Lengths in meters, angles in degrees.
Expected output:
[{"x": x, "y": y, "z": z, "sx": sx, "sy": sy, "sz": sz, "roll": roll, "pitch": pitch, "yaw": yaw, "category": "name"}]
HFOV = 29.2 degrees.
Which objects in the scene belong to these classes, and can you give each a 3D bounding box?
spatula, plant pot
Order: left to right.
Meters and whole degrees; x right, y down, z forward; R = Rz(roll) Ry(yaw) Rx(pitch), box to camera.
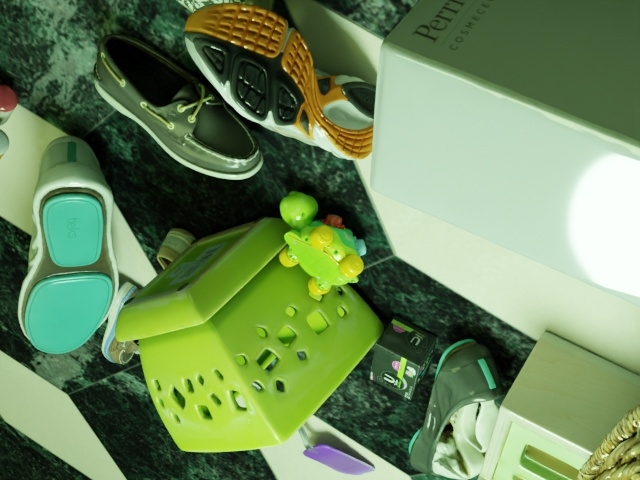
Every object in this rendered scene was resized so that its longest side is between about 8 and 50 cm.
[{"x": -0.100, "y": 0.108, "z": 1.510, "sx": 0.227, "sy": 0.228, "sz": 0.207, "roll": -16, "pitch": 112, "yaw": 50, "category": "plant pot"}, {"x": -0.049, "y": 0.258, "z": 1.803, "sx": 0.296, "sy": 0.030, "sz": 0.084, "roll": 42, "pitch": 148, "yaw": -8, "category": "spatula"}]

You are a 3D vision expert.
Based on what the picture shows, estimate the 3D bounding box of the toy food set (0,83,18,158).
[{"x": -0.467, "y": -0.212, "z": 1.553, "sx": 0.232, "sy": 0.111, "sz": 0.104, "roll": 45, "pitch": 146, "yaw": -7, "category": "toy food set"}]

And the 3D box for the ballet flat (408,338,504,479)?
[{"x": 0.168, "y": 0.236, "z": 1.509, "sx": 0.096, "sy": 0.095, "sz": 0.280, "roll": 55, "pitch": 157, "yaw": 32, "category": "ballet flat"}]

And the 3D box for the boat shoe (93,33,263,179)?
[{"x": -0.161, "y": -0.151, "z": 1.378, "sx": 0.228, "sy": 0.081, "sz": 0.068, "roll": 33, "pitch": 150, "yaw": 11, "category": "boat shoe"}]

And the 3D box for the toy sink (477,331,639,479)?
[{"x": 0.277, "y": 0.244, "z": 1.404, "sx": 0.153, "sy": 0.131, "sz": 0.234, "roll": 27, "pitch": 145, "yaw": 16, "category": "toy sink"}]

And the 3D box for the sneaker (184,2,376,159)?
[{"x": -0.054, "y": -0.151, "z": 1.201, "sx": 0.121, "sy": 0.099, "sz": 0.262, "roll": 15, "pitch": 170, "yaw": 42, "category": "sneaker"}]

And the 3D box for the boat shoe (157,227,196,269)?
[{"x": -0.176, "y": 0.062, "z": 1.660, "sx": 0.063, "sy": 0.059, "sz": 0.170, "roll": 5, "pitch": 134, "yaw": 38, "category": "boat shoe"}]

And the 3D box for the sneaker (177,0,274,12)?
[{"x": -0.222, "y": -0.320, "z": 1.143, "sx": 0.410, "sy": 0.182, "sz": 0.158, "roll": 44, "pitch": 147, "yaw": -13, "category": "sneaker"}]

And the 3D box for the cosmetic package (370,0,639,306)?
[{"x": 0.289, "y": -0.075, "z": 0.935, "sx": 0.453, "sy": 0.230, "sz": 0.161, "roll": 24, "pitch": 143, "yaw": 18, "category": "cosmetic package"}]

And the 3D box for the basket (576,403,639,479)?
[{"x": 0.408, "y": 0.269, "z": 1.229, "sx": 0.299, "sy": 0.223, "sz": 0.213, "roll": 4, "pitch": 177, "yaw": -9, "category": "basket"}]

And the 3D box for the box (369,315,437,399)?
[{"x": 0.102, "y": 0.145, "z": 1.516, "sx": 0.062, "sy": 0.052, "sz": 0.083, "roll": 26, "pitch": 146, "yaw": 15, "category": "box"}]

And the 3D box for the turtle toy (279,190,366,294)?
[{"x": 0.000, "y": 0.000, "z": 1.424, "sx": 0.130, "sy": 0.066, "sz": 0.095, "roll": 45, "pitch": 143, "yaw": -11, "category": "turtle toy"}]

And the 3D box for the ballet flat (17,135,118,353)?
[{"x": -0.347, "y": 0.006, "z": 1.700, "sx": 0.139, "sy": 0.139, "sz": 0.400, "roll": 31, "pitch": 142, "yaw": 9, "category": "ballet flat"}]

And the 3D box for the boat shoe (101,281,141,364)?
[{"x": -0.283, "y": 0.139, "z": 1.842, "sx": 0.066, "sy": 0.066, "sz": 0.183, "roll": 29, "pitch": 145, "yaw": 10, "category": "boat shoe"}]
